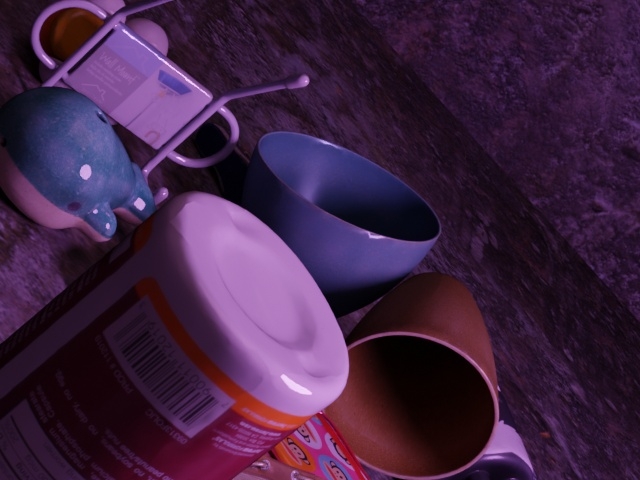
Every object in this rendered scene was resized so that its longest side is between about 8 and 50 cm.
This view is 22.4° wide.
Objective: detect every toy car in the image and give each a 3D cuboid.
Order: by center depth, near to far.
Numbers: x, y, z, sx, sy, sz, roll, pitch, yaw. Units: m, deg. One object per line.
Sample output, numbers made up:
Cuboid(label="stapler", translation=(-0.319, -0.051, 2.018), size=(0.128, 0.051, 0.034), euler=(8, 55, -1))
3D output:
Cuboid(label="toy car", translation=(-0.317, -0.260, 2.271), size=(0.182, 0.159, 0.136), euler=(35, -12, -34))

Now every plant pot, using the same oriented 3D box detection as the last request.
Cuboid(label="plant pot", translation=(0.138, 0.155, 2.213), size=(0.237, 0.237, 0.254), euler=(45, 30, -15))
Cuboid(label="plant pot", translation=(0.000, 0.000, 2.325), size=(0.290, 0.195, 0.290), euler=(24, 22, -10))

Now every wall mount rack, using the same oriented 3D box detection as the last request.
Cuboid(label="wall mount rack", translation=(-0.203, -0.207, 2.143), size=(0.350, 0.304, 0.130), euler=(37, 23, -33))

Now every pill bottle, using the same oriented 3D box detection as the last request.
Cuboid(label="pill bottle", translation=(-0.186, 0.155, 1.430), size=(0.224, 0.392, 0.224), euler=(43, 22, -22))

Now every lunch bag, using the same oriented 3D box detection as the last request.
Cuboid(label="lunch bag", translation=(0.002, 0.330, 1.923), size=(0.293, 0.120, 0.258), euler=(54, 17, 23))

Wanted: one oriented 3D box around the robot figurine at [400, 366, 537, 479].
Cuboid(label="robot figurine", translation=(0.201, 0.301, 2.321), size=(0.209, 0.174, 0.278), euler=(64, 6, -45))

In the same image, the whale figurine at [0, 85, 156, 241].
Cuboid(label="whale figurine", translation=(-0.288, -0.099, 2.015), size=(0.272, 0.141, 0.216), euler=(22, 35, -53))

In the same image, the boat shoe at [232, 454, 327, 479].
Cuboid(label="boat shoe", translation=(-0.112, 0.250, 1.725), size=(0.324, 0.122, 0.120), euler=(32, 59, -16))

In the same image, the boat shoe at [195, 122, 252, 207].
Cuboid(label="boat shoe", translation=(-0.121, -0.105, 2.485), size=(0.066, 0.066, 0.183), euler=(17, 38, -58))
